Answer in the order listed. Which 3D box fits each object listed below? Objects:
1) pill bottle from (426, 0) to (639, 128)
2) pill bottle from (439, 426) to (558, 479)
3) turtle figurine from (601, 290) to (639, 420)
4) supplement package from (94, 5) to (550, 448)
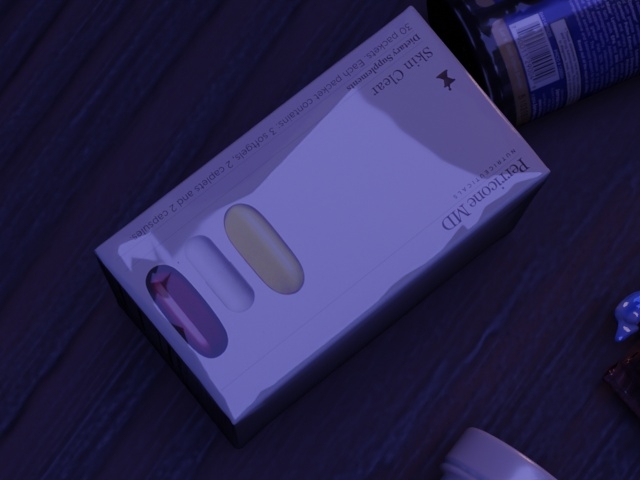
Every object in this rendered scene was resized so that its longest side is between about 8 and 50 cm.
[{"bbox_3d":[0.197,-0.171,1.328,0.219,0.123,0.123,-23,80,-6],"label":"pill bottle"},{"bbox_3d":[0.069,0.253,1.238,0.136,0.136,0.246,36,80,6],"label":"pill bottle"},{"bbox_3d":[0.337,0.136,1.236,0.274,0.198,0.266,-4,83,2],"label":"turtle figurine"},{"bbox_3d":[0.000,0.000,1.250,0.262,0.204,0.145,-39,83,-8],"label":"supplement package"}]
